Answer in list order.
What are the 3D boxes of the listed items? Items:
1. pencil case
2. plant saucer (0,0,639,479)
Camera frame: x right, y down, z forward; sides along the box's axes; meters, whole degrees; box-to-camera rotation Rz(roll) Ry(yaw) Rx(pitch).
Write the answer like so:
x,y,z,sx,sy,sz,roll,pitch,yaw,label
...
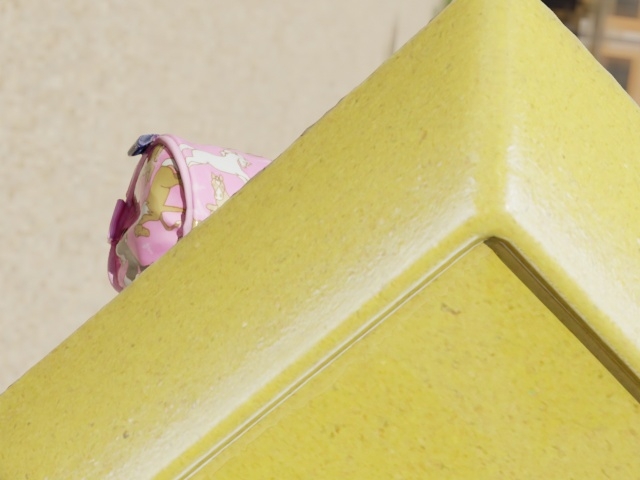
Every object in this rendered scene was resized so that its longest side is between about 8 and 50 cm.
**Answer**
x,y,z,sx,sy,sz,roll,pitch,yaw,label
0.000,0.000,1.835,0.160,0.386,0.167,-55,-140,39,pencil case
0.062,0.119,0.841,0.333,0.333,0.081,-40,-165,20,plant saucer
